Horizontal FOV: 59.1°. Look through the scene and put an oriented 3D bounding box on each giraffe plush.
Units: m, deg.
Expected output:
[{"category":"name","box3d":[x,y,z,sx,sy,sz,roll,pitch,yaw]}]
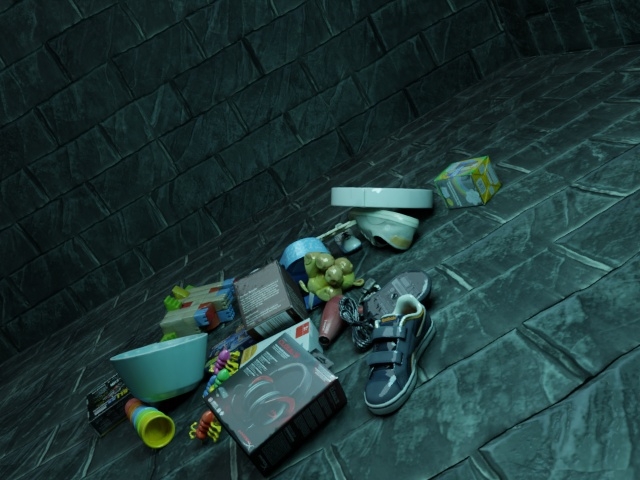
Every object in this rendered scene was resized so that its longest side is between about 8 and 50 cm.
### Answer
[{"category":"giraffe plush","box3d":[0.049,0.124,1.871,0.171,0.210,0.181,-14,49,-36]}]

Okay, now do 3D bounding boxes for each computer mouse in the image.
[{"category":"computer mouse","box3d":[0.195,0.182,1.577,0.272,0.072,0.188,-33,43,6]}]

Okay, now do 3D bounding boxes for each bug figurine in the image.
[{"category":"bug figurine","box3d":[-0.295,0.426,1.592,0.279,0.072,0.216,-108,41,-73]}]

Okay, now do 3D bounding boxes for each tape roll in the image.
[{"category":"tape roll","box3d":[0.233,-0.161,2.142,0.393,0.071,0.392,1,5,0]}]

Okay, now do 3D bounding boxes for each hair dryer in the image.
[{"category":"hair dryer","box3d":[0.102,0.204,1.676,0.294,0.080,0.224,-37,19,-18]}]

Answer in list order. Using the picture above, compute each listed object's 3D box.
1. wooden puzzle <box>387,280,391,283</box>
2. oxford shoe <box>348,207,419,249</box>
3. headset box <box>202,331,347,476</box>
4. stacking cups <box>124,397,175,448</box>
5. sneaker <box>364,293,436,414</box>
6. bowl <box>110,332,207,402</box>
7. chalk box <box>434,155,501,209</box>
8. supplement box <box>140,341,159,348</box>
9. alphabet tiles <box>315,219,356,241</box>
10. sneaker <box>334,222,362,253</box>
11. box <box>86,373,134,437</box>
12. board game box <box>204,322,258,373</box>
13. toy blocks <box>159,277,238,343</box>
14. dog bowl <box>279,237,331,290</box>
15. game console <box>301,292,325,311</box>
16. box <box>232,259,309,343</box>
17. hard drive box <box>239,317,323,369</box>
[{"category":"wooden puzzle","box3d":[0.262,0.130,1.732,0.079,0.014,0.116,-31,17,-16]},{"category":"oxford shoe","box3d":[0.211,-0.045,2.094,0.449,0.169,0.129,-161,85,-69]},{"category":"headset box","box3d":[-0.097,0.374,1.362,0.293,0.110,0.218,-37,43,-20]},{"category":"stacking cups","box3d":[-0.547,0.551,1.741,0.096,0.096,0.316,-40,19,-28]},{"category":"sneaker","box3d":[0.172,0.259,1.347,0.126,0.127,0.321,-15,25,36]},{"category":"bowl","box3d":[-0.501,0.416,1.824,0.312,0.163,0.311,-15,-2,-1]},{"category":"chalk box","box3d":[0.513,-0.204,2.041,0.132,0.132,0.213,-42,22,-31]},{"category":"supplement box","box3d":[-0.620,0.418,2.028,0.083,0.056,0.083,-22,19,24]},{"category":"alphabet tiles","box3d":[0.000,0.000,2.106,0.284,0.021,0.278,-27,-2,-25]},{"category":"sneaker","box3d":[0.101,-0.009,2.244,0.085,0.086,0.237,-30,19,-3]},{"category":"box","box3d":[-0.679,0.530,2.035,0.322,0.079,0.257,-36,21,-17]},{"category":"board game box","box3d":[-0.282,0.354,1.900,0.194,0.060,0.194,-33,14,8]},{"category":"toy blocks","box3d":[-0.460,0.276,2.264,0.261,0.190,0.381,-14,19,12]},{"category":"dog bowl","box3d":[-0.070,0.089,1.997,0.166,0.074,0.297,-9,-28,-24]},{"category":"game console","box3d":[-0.057,0.190,1.963,0.085,0.124,0.144,-55,15,9]},{"category":"box","box3d":[-0.150,0.210,1.790,0.169,0.167,0.203,-28,48,7]},{"category":"hard drive box","box3d":[-0.112,0.345,1.616,0.232,0.089,0.181,-27,19,9]}]
